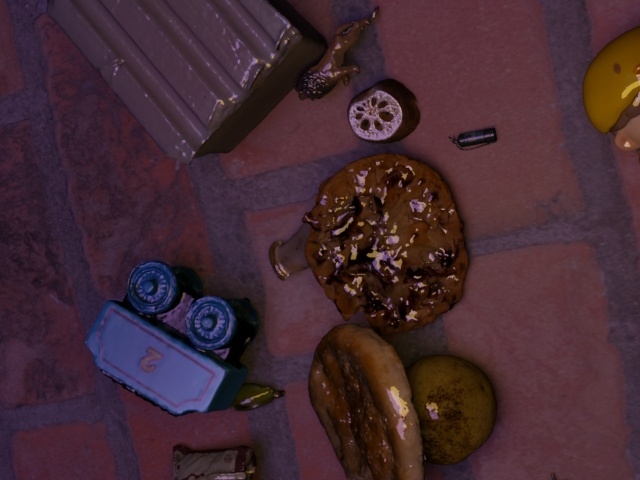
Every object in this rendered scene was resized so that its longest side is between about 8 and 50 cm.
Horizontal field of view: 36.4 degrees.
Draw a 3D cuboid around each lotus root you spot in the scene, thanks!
[{"bbox_3d":[0.114,-0.229,1.774,0.122,0.081,0.112,-27,95,23],"label":"lotus root"}]

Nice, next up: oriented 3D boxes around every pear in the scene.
[{"bbox_3d":[0.218,0.306,1.748,0.197,0.197,0.197,3,99,22],"label":"pear"}]

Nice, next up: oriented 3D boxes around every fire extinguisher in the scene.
[{"bbox_3d":[0.273,-0.180,1.741,0.083,0.025,0.038,-8,118,23],"label":"fire extinguisher"}]

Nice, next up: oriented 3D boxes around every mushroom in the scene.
[{"bbox_3d":[0.000,0.000,1.849,0.225,0.093,0.116,-45,61,30],"label":"mushroom"}]

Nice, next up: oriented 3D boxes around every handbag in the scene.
[{"bbox_3d":[-0.219,0.522,1.980,0.235,0.127,0.213,-14,77,46],"label":"handbag"}]

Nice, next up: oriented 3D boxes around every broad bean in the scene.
[{"bbox_3d":[-0.177,0.318,1.976,0.213,0.070,0.048,-10,118,14],"label":"broad bean"}]

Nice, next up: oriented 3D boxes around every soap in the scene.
[{"bbox_3d":[-0.251,-0.403,1.820,0.435,0.213,0.350,47,114,10],"label":"soap"}]

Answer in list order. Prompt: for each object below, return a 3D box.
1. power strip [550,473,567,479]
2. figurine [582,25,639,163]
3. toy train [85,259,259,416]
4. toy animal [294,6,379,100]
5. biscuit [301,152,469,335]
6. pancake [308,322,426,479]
[{"bbox_3d":[0.442,0.490,1.772,0.050,0.019,0.136,-19,90,25],"label":"power strip"},{"bbox_3d":[0.557,-0.175,1.548,0.215,0.187,0.344,-24,94,14],"label":"figurine"},{"bbox_3d":[-0.289,0.192,1.913,0.300,0.188,0.265,28,91,15],"label":"toy train"},{"bbox_3d":[0.044,-0.334,1.780,0.086,0.069,0.220,36,95,-20],"label":"toy animal"},{"bbox_3d":[0.121,0.013,1.746,0.289,0.081,0.334,-23,102,1],"label":"biscuit"},{"bbox_3d":[0.079,0.334,1.763,0.387,0.082,0.387,-133,36,-51],"label":"pancake"}]
